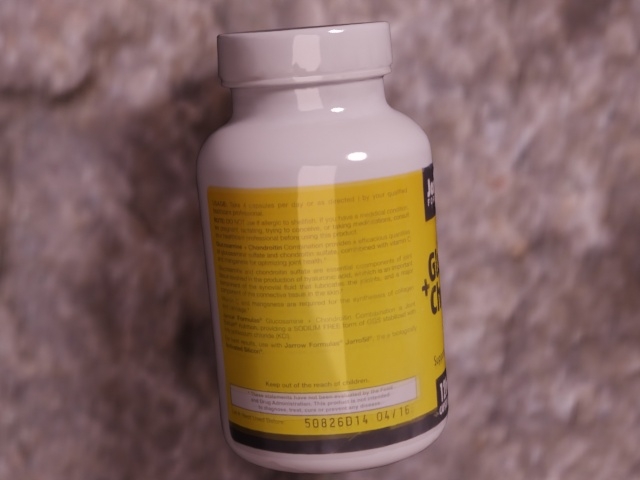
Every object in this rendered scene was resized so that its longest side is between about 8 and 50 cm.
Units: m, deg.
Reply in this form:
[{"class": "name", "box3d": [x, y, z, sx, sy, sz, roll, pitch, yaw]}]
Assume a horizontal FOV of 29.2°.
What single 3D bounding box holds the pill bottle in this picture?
[{"class": "pill bottle", "box3d": [0.000, 0.000, 0.537, 0.103, 0.103, 0.184, -4, 101, 0]}]
